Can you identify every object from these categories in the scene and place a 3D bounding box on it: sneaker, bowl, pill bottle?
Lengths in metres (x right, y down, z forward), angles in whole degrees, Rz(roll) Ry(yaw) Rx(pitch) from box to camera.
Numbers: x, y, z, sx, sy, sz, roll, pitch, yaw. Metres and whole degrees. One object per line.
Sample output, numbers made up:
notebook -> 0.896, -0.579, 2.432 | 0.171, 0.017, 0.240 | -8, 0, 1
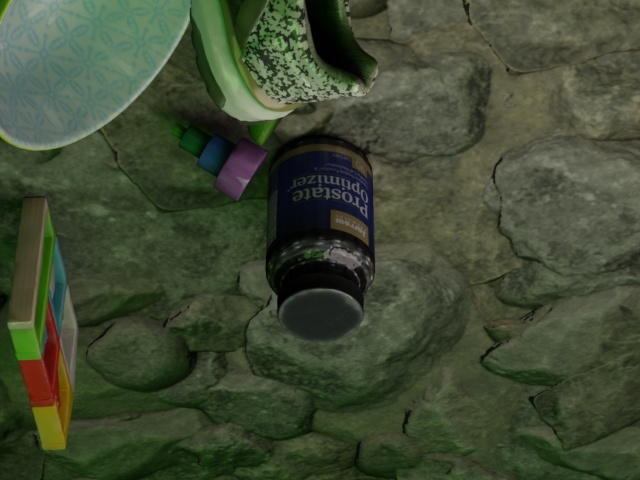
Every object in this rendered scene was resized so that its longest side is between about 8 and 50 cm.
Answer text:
sneaker -> -0.043, -0.293, 1.540 | 0.182, 0.158, 0.410 | 6, 128, 40
bowl -> -0.262, -0.248, 1.644 | 0.156, 0.289, 0.289 | 38, 143, 21
pill bottle -> 0.000, 0.000, 1.903 | 0.122, 0.219, 0.123 | 0, 138, 0

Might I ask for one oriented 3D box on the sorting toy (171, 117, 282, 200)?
sorting toy -> -0.070, -0.199, 1.786 | 0.126, 0.127, 0.365 | 31, 132, 0

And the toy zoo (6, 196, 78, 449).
toy zoo -> -0.327, 0.116, 2.051 | 0.030, 0.192, 0.293 | -2, 138, 2
